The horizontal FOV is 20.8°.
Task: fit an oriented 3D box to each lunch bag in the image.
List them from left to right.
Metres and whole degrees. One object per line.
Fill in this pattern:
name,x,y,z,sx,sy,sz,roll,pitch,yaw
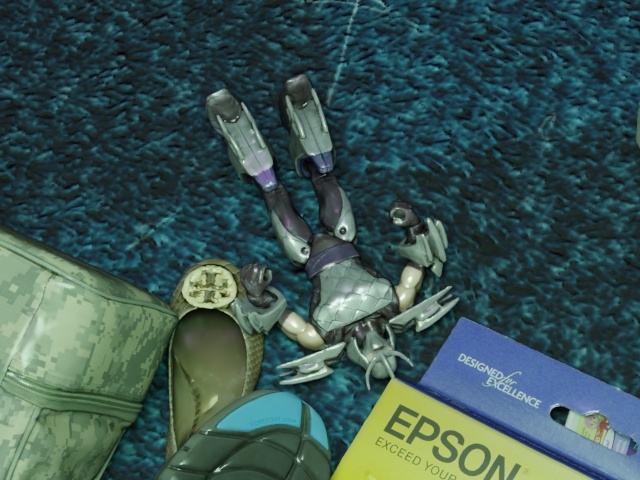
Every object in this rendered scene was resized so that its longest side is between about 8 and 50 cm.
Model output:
lunch bag,-0.304,0.106,1.394,0.305,0.212,0.256,23,87,21

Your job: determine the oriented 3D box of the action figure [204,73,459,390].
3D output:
action figure,0.000,0.000,1.461,0.185,0.099,0.285,-20,68,-13

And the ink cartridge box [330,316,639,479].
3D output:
ink cartridge box,0.149,0.231,1.323,0.303,0.072,0.307,24,76,28

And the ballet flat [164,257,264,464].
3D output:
ballet flat,-0.095,0.125,1.436,0.084,0.058,0.250,1,66,8

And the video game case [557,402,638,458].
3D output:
video game case,0.258,0.250,1.347,0.193,0.023,0.212,15,69,14

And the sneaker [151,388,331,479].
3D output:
sneaker,-0.117,0.260,1.322,0.125,0.139,0.341,37,74,-11

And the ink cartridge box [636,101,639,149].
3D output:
ink cartridge box,0.379,-0.085,1.453,0.190,0.082,0.139,-26,64,-2
